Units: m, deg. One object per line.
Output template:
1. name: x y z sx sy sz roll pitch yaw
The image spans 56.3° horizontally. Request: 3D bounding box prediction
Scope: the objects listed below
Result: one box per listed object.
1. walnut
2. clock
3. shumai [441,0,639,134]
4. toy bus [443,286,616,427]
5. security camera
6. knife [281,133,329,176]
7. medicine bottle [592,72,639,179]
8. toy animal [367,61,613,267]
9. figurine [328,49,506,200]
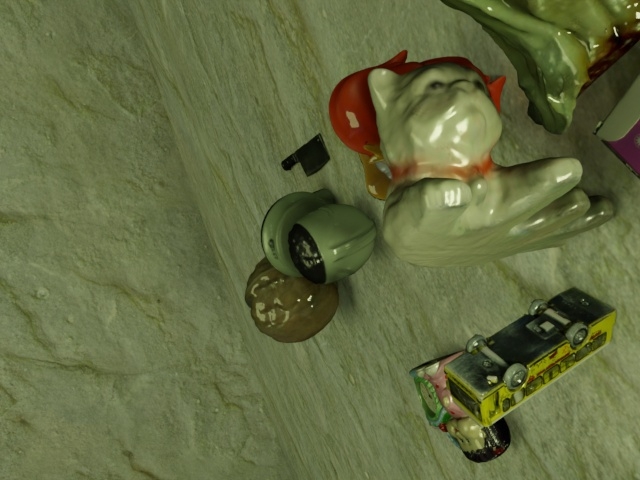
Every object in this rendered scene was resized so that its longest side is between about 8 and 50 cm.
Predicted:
1. walnut: -0.065 0.132 1.512 0.248 0.248 0.249 50 153 37
2. clock: 0.257 0.309 1.110 0.196 0.100 0.194 65 163 13
3. shumai: 0.165 -0.223 0.483 0.291 0.329 0.289 17 120 32
4. toy bus: 0.261 0.136 0.747 0.081 0.226 0.074 38 148 49
5. security camera: 0.000 0.000 1.279 0.277 0.191 0.197 16 124 62
6. knife: -0.037 -0.187 1.412 0.072 0.019 0.245 67 157 -3
7. medicine bottle: 0.358 -0.108 0.515 0.171 0.052 0.201 57 155 24
8. toy animal: 0.177 -0.076 0.649 0.266 0.307 0.188 107 144 -59
9. figurine: 0.128 -0.152 0.790 0.208 0.181 0.257 20 176 10
